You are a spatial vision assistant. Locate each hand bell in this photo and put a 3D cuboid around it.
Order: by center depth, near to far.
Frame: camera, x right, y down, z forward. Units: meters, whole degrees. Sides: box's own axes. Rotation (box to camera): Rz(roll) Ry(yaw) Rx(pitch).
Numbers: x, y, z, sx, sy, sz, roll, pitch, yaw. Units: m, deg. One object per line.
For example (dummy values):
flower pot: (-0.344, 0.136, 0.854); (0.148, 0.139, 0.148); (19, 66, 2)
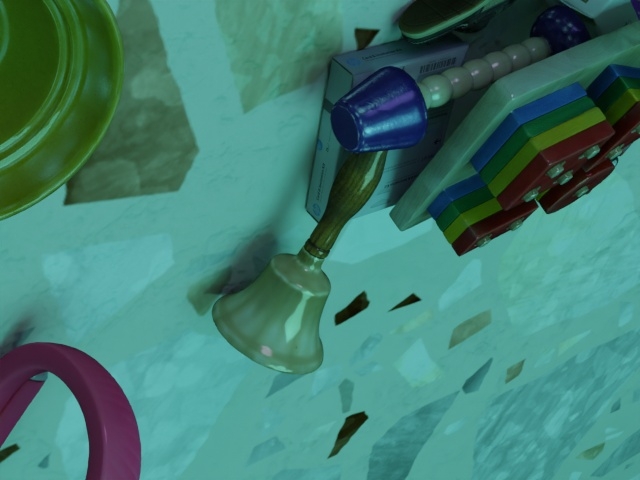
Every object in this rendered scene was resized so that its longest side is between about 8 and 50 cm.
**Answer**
hand bell: (0.000, 0.000, 1.066); (0.126, 0.126, 0.242); (3, 124, -46)

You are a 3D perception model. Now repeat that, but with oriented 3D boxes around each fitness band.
fitness band: (-0.265, 0.228, 0.973); (0.054, 0.209, 0.291); (13, 117, -51)

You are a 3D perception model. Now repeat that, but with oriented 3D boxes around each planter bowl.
planter bowl: (-0.250, -0.118, 0.739); (0.217, 0.090, 0.217); (-25, 140, -23)

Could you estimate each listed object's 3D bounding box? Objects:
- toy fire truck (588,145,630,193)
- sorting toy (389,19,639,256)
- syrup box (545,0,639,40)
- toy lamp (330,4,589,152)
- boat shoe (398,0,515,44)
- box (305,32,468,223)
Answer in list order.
toy fire truck: (0.314, -0.118, 1.318); (0.192, 0.047, 0.135); (-51, 144, 11)
sorting toy: (0.233, -0.093, 1.092); (0.255, 0.089, 0.257); (-25, 164, -29)
syrup box: (0.337, -0.308, 1.107); (0.237, 0.096, 0.093); (-47, 145, 4)
toy lamp: (0.133, -0.148, 1.022); (0.275, 0.080, 0.080); (-23, 140, -26)
boat shoe: (0.141, -0.221, 1.040); (0.152, 0.056, 0.049); (-31, 138, -17)
box: (0.065, -0.111, 1.094); (0.145, 0.038, 0.186); (-19, 137, -30)
